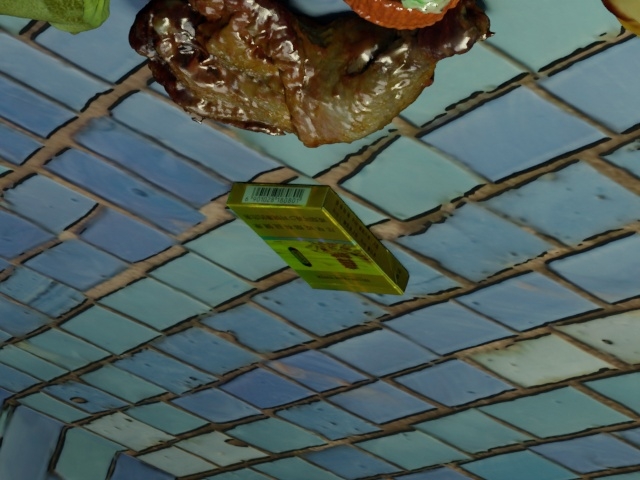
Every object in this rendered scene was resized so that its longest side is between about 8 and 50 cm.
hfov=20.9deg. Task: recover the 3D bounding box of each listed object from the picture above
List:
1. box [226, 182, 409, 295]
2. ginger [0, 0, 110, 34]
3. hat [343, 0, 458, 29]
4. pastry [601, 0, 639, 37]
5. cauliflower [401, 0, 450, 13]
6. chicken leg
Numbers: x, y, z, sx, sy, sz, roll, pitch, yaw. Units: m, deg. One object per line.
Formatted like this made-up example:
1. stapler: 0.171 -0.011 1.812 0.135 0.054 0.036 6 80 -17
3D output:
1. box: 0.000 0.000 1.835 0.121 0.030 0.193 4 154 33
2. ginger: -0.309 -0.244 1.436 0.289 0.089 0.137 19 177 -11
3. hat: 0.069 -0.225 1.201 0.112 0.094 0.162 12 141 -9
4. pastry: 0.258 -0.170 1.038 0.256 0.170 0.237 23 158 -5
5. cauliflower: 0.046 -0.242 0.900 0.315 0.256 0.239 -21 -179 -26
6. chicken leg: -0.011 -0.158 1.417 0.322 0.083 0.177 15 143 17
